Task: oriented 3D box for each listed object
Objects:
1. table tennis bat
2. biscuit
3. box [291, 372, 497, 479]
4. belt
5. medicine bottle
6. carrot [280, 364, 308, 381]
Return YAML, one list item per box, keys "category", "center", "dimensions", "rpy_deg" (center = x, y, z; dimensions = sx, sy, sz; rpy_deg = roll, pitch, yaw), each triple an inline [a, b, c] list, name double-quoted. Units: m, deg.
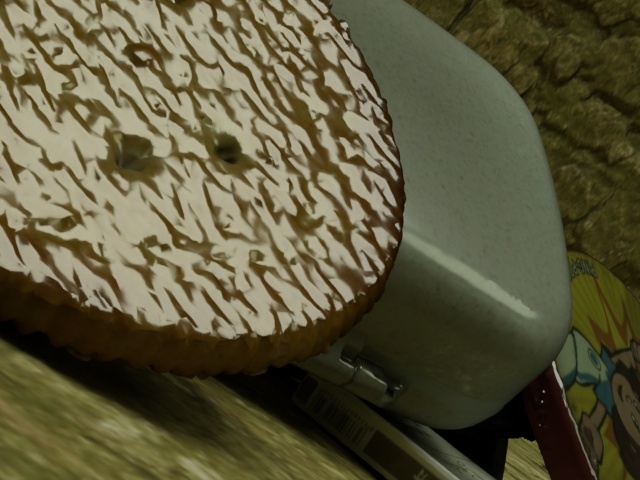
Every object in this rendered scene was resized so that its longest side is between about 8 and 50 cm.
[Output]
- category: "table tennis bat"
  center: [0.237, 0.179, 0.973]
  dimensions: [0.415, 0.051, 0.268]
  rpy_deg: [51, 28, -24]
- category: "biscuit"
  center: [-0.092, -0.072, 0.607]
  dimensions: [0.305, 0.038, 0.305]
  rpy_deg: [25, 41, -23]
- category: "box"
  center: [0.079, 0.139, 0.798]
  dimensions: [0.198, 0.029, 0.109]
  rpy_deg: [36, 3, 36]
- category: "belt"
  center: [0.098, 0.098, 1.010]
  dimensions: [0.122, 0.129, 0.218]
  rpy_deg: [4, -9, 21]
- category: "medicine bottle"
  center: [-0.031, -0.064, 0.797]
  dimensions: [0.375, 0.123, 0.282]
  rpy_deg: [27, 36, -25]
- category: "carrot"
  center: [-0.055, 0.015, 0.945]
  dimensions: [0.260, 0.070, 0.070]
  rpy_deg: [39, 3, 42]
